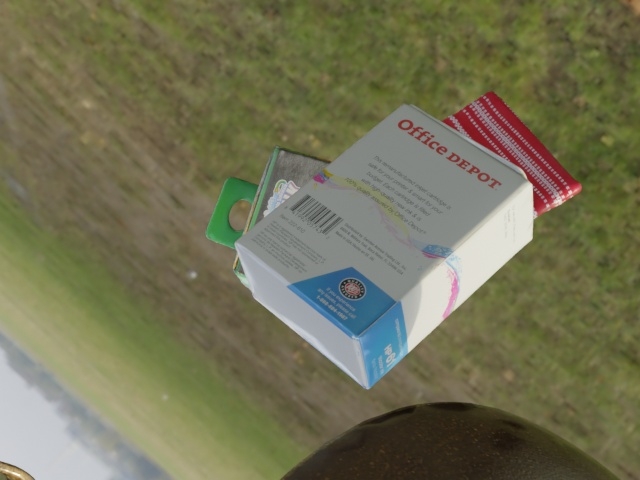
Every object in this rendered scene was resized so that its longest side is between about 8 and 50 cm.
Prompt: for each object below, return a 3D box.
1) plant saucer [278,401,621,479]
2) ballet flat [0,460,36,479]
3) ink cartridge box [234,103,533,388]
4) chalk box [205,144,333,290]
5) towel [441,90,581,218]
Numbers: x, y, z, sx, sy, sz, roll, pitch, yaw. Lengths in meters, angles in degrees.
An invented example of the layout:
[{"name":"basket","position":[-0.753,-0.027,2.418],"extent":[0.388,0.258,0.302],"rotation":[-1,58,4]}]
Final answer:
[{"name":"plant saucer","position":[0.069,0.202,0.377],"extent":[0.050,0.310,0.310],"rotation":[-14,128,42]},{"name":"ballet flat","position":[-0.211,0.146,0.598],"extent":[0.316,0.106,0.107],"rotation":[21,-129,-84]},{"name":"ink cartridge box","position":[0.034,0.000,0.623],"extent":[0.088,0.122,0.052],"rotation":[37,158,33]},{"name":"chalk box","position":[0.000,0.000,1.204],"extent":[0.213,0.132,0.132],"rotation":[17,169,12]},{"name":"towel","position":[0.113,-0.050,1.341],"extent":[0.199,0.275,0.031],"rotation":[60,176,47]}]
